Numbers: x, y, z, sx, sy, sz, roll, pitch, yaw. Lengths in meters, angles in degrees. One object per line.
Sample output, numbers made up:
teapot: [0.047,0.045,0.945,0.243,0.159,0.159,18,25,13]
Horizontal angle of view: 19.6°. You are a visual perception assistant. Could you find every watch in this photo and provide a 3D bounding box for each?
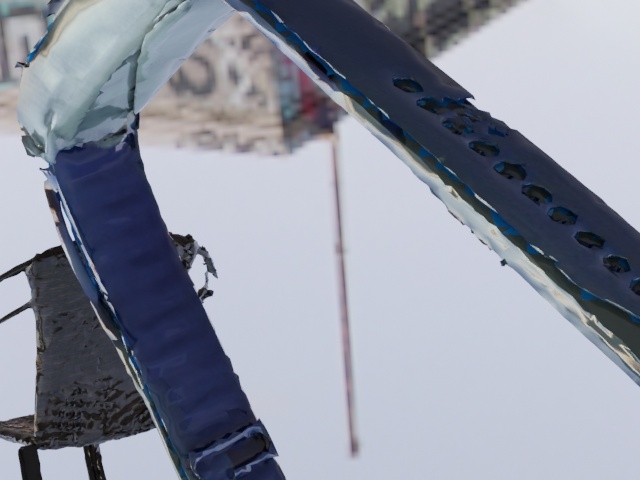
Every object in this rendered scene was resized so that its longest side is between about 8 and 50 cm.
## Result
watch: [0.005,-0.010,0.731,0.276,0.274,0.068,-30,173,41]

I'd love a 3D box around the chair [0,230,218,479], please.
chair: [-0.135,0.093,1.009,0.174,0.213,0.149,-7,-169,-38]
